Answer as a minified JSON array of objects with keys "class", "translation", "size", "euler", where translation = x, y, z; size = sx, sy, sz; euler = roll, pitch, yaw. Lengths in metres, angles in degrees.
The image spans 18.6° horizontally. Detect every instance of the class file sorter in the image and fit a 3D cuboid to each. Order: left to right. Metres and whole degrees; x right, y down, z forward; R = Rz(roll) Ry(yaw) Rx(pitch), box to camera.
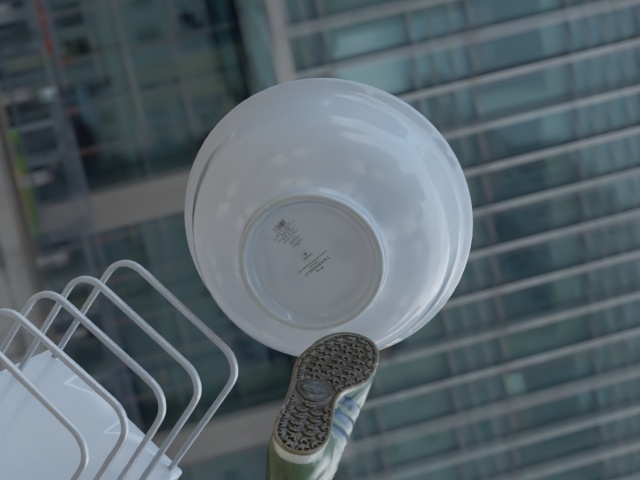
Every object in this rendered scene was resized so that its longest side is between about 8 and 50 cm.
[{"class":"file sorter","translation":[-0.241,0.156,1.863],"size":[0.193,0.278,0.173],"euler":[42,-61,13]}]

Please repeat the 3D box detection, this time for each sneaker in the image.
[{"class":"sneaker","translation":[-0.005,0.157,1.649],"size":[0.192,0.064,0.086],"euler":[-57,162,-58]}]

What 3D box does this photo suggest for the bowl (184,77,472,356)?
[{"class":"bowl","translation":[0.000,0.000,1.914],"size":[0.134,0.298,0.297],"euler":[-71,152,-69]}]
